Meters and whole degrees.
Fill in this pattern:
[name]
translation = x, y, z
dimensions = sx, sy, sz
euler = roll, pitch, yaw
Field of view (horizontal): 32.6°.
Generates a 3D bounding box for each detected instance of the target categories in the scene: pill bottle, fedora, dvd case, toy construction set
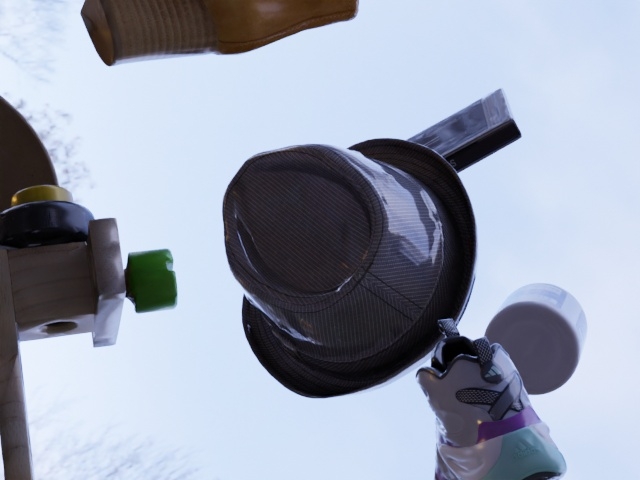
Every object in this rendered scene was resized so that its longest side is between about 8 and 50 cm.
[pill bottle]
translation = 0.264, 0.111, 1.321
dimensions = 0.112, 0.186, 0.112
euler = 3, -82, 18
[fedora]
translation = 0.000, 0.000, 0.928
dimensions = 0.244, 0.124, 0.275
euler = -48, -136, 6
[dvd case]
translation = 0.121, -0.096, 1.298
dimensions = 0.238, 0.179, 0.029
euler = -28, -75, 14
[toy construction set]
translation = -0.182, 0.113, 0.586
dimensions = 0.309, 0.237, 0.257
euler = 100, -30, -45

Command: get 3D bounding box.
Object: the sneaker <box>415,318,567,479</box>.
[sneaker]
translation = 0.053, 0.061, 0.385
dimensions = 0.098, 0.038, 0.069
euler = 111, -37, -63

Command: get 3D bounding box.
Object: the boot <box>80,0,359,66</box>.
[boot]
translation = -0.099, -0.273, 0.783
dimensions = 0.104, 0.211, 0.295
euler = -20, -89, 64

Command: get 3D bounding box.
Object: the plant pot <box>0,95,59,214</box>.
[plant pot]
translation = -0.448, -0.023, 1.182
dimensions = 0.191, 0.284, 0.284
euler = -31, -97, 53
